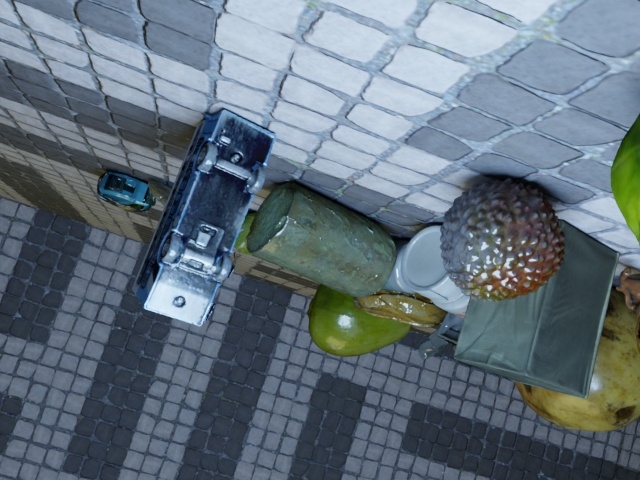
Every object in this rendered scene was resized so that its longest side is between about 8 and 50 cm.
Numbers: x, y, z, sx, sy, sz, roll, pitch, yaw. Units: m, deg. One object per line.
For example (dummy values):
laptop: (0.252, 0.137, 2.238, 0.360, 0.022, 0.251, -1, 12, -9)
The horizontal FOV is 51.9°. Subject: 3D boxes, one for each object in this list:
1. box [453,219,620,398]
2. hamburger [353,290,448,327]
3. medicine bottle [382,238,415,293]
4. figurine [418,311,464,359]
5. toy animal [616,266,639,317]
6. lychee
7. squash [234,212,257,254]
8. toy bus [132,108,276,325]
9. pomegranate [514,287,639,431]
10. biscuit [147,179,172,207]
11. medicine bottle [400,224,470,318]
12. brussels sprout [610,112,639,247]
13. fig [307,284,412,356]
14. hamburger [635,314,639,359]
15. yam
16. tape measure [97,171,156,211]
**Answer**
box: (0.331, 0.102, 1.014, 0.149, 0.231, 0.155, 24, 169, -31)
hamburger: (0.197, 0.131, 1.656, 0.260, 0.144, 0.283, 14, 166, -6)
medicine bottle: (0.089, 0.047, 1.467, 0.110, 0.110, 0.352, 25, 168, -35)
figurine: (0.393, 0.199, 1.506, 0.343, 0.166, 0.285, 2, 161, 19)
toy animal: (0.597, 0.092, 1.018, 0.224, 0.066, 0.230, -14, 143, 34)
lychee: (0.241, -0.005, 0.863, 0.165, 0.197, 0.165, 39, 153, 24)
squash: (-0.145, -0.033, 1.546, 0.105, 0.105, 0.132, 22, 151, -25)
toy bus: (-0.173, -0.035, 0.964, 0.106, 0.297, 0.131, 23, 175, -27)
pomegranate: (0.501, 0.218, 1.242, 0.281, 0.281, 0.281, 17, 170, 3)
biscuit: (-0.295, -0.064, 1.575, 0.250, 0.032, 0.133, 25, -159, -34)
medicine bottle: (0.272, 0.072, 1.211, 0.252, 0.144, 0.145, 24, 168, -35)
brussels sprout: (0.306, -0.063, 0.518, 0.149, 0.122, 0.152, 17, 137, -42)
fig: (0.124, 0.226, 1.984, 0.327, 0.257, 0.258, 3, 171, -5)
hamburger: (0.499, 0.103, 0.721, 0.211, 0.260, 0.245, 33, 136, -5)
yam: (0.000, 0.000, 1.242, 0.268, 0.161, 0.161, 24, 168, -34)
tape measure: (-0.483, -0.116, 1.630, 0.146, 0.080, 0.125, 22, 166, -22)
